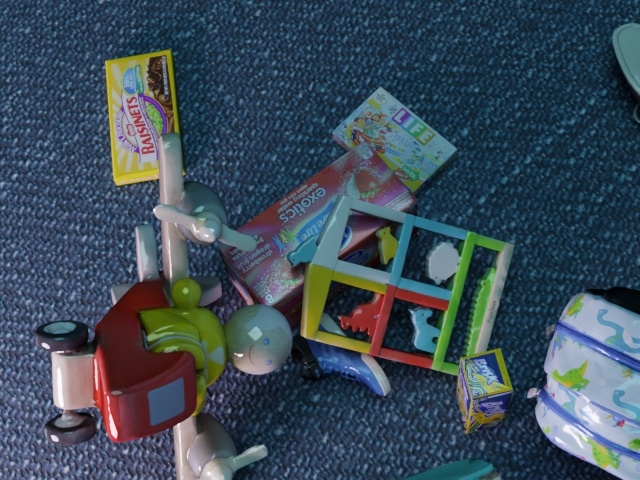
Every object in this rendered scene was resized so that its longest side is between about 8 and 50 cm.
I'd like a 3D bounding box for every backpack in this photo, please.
[{"bbox_3d":[0.390,0.172,1.494,0.290,0.355,0.273,32,78,16],"label":"backpack"}]

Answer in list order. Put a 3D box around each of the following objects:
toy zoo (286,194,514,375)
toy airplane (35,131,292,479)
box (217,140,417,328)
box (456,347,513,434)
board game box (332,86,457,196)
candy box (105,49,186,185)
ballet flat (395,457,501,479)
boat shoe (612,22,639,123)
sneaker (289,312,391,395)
[{"bbox_3d":[0.095,0.058,1.648,0.293,0.030,0.192,15,90,-14],"label":"toy zoo"},{"bbox_3d":[-0.166,0.116,1.563,0.272,0.386,0.384,0,62,7],"label":"toy airplane"},{"bbox_3d":[0.000,0.000,1.722,0.257,0.128,0.122,-35,69,-10],"label":"box"},{"bbox_3d":[0.207,0.194,1.600,0.054,0.169,0.059,-13,66,-1],"label":"box"},{"bbox_3d":[0.107,-0.140,1.825,0.154,0.026,0.103,41,76,19],"label":"board game box"},{"bbox_3d":[-0.263,-0.185,1.877,0.105,0.027,0.206,-10,67,4],"label":"candy box"},{"bbox_3d":[0.037,0.387,1.577,0.409,0.147,0.147,-16,67,1],"label":"ballet flat"},{"bbox_3d":[0.498,-0.198,1.788,0.095,0.079,0.254,-35,71,-12],"label":"boat shoe"},{"bbox_3d":[0.019,0.171,1.685,0.084,0.058,0.152,-38,65,-17],"label":"sneaker"}]
